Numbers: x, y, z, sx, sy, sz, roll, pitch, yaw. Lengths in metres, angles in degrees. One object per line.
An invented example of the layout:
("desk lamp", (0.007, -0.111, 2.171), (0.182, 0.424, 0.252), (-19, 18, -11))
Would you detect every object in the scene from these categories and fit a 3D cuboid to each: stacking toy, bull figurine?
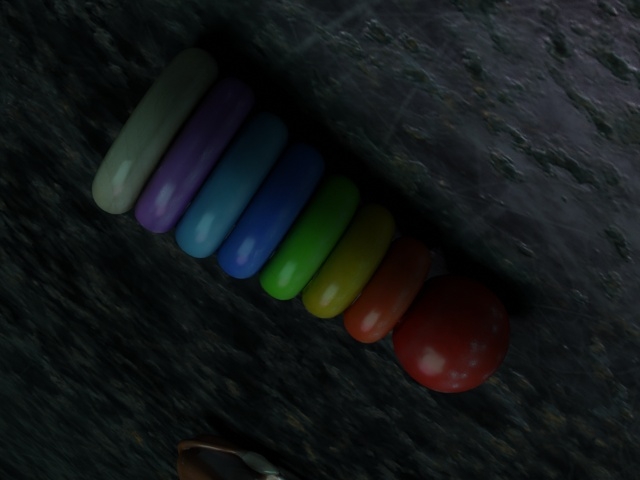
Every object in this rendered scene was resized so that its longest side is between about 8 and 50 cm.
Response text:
("stacking toy", (0.000, 0.000, 1.268), (0.330, 0.141, 0.141), (34, 158, -2))
("bull figurine", (-0.067, 0.349, 2.056), (0.188, 0.101, 0.310), (13, 149, 40))
